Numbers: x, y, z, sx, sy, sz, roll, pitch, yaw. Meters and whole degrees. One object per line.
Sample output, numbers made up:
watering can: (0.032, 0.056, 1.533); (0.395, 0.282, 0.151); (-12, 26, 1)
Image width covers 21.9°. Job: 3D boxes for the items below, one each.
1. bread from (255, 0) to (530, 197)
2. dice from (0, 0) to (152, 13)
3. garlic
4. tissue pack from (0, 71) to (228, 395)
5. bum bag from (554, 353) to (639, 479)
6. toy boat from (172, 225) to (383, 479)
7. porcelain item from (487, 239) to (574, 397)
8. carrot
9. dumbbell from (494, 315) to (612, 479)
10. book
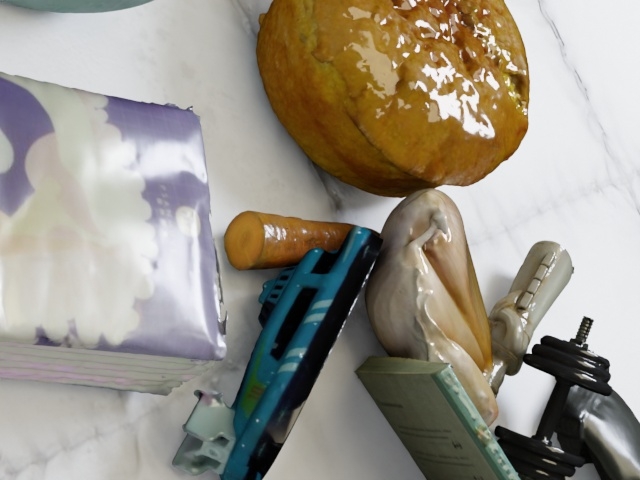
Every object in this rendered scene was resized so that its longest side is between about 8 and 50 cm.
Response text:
bread: (0.082, -0.183, 1.697); (0.312, 0.172, 0.312); (20, 57, -34)
dice: (-0.220, -0.373, 1.440); (0.264, 0.262, 0.268); (18, 60, -36)
garlic: (0.104, 0.055, 1.631); (0.217, 0.110, 0.228); (-80, 157, -56)
tissue pack: (-0.248, -0.012, 1.340); (0.343, 0.125, 0.242); (10, 64, -40)
bum bag: (0.341, 0.271, 1.794); (0.142, 0.079, 0.326); (-19, 77, -55)
toy boat: (-0.036, 0.091, 1.505); (0.092, 0.134, 0.299); (26, 48, 1)
porcelain item: (0.204, 0.097, 1.755); (0.213, 0.054, 0.084); (-56, 154, -33)
carrot: (0.000, 0.000, 1.622); (0.224, 0.057, 0.057); (0, 71, -49)
dumbbell: (0.239, 0.176, 1.702); (0.099, 0.099, 0.208); (24, 86, -34)
book: (0.147, 0.233, 1.549); (0.025, 0.215, 0.283); (-34, 99, -17)
